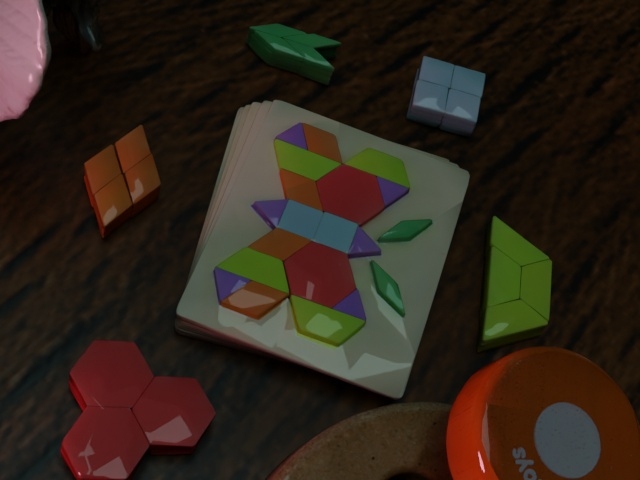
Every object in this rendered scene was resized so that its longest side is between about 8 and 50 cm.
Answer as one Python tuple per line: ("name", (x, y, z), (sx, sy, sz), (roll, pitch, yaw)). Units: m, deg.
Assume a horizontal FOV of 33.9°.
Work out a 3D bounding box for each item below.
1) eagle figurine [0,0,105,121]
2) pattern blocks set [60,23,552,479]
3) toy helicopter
("eagle figurine", (-0.263, -0.183, 0.580), (0.298, 0.225, 0.226), (10, 82, -20))
("pattern blocks set", (0.000, 0.000, 0.621), (0.286, 0.026, 0.324), (8, 58, -8))
("toy helicopter", (0.088, 0.237, 0.437), (0.235, 0.140, 0.355), (-33, 85, -31))
